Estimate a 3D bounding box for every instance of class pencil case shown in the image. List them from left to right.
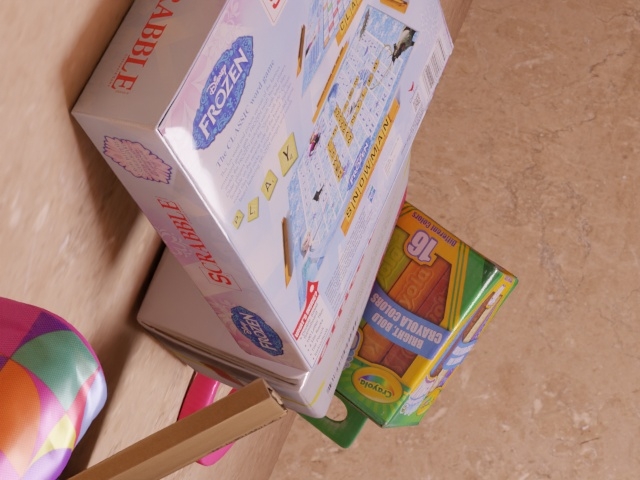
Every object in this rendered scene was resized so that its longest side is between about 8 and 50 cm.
[{"bbox_3d":[-0.190,0.135,0.608,0.104,0.104,0.236,104,10,-51],"label":"pencil case"}]

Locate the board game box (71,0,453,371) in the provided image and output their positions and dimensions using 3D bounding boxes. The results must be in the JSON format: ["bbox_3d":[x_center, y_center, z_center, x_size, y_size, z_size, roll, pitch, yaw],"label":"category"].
[{"bbox_3d":[-0.016,-0.118,0.917,0.318,0.066,0.318,-65,153,-24],"label":"board game box"}]

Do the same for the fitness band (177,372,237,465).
[{"bbox_3d":[-0.083,0.151,1.616,0.291,0.054,0.209,-51,163,-41],"label":"fitness band"}]

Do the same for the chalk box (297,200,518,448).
[{"bbox_3d":[0.073,0.108,1.547,0.289,0.180,0.179,-56,162,3],"label":"chalk box"}]

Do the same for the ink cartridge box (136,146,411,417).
[{"bbox_3d":[-0.028,0.008,1.268,0.384,0.160,0.279,81,30,-78],"label":"ink cartridge box"}]

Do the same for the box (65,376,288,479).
[{"bbox_3d":[-0.125,0.174,1.073,0.201,0.021,0.164,-26,168,-3],"label":"box"}]
